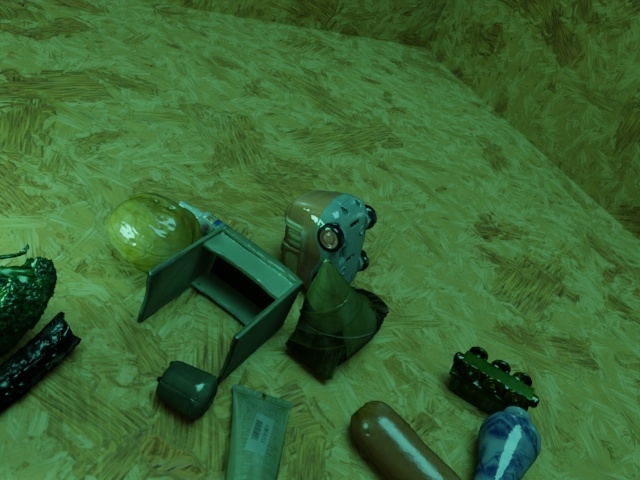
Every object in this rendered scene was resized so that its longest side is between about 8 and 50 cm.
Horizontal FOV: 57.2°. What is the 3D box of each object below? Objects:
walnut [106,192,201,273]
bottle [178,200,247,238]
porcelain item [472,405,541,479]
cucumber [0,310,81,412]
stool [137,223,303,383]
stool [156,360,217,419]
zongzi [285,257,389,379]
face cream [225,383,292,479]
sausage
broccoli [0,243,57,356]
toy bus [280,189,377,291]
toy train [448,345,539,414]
[{"bbox_3d":[-0.398,-0.019,1.407,0.222,0.195,0.195,36,37,16],"label":"walnut"},{"bbox_3d":[-0.299,-0.039,1.595,0.217,0.060,0.060,33,37,10],"label":"bottle"},{"bbox_3d":[0.408,0.485,1.312,0.141,0.141,0.259,33,47,10],"label":"porcelain item"},{"bbox_3d":[-0.564,0.250,1.071,0.072,0.081,0.303,-7,28,32],"label":"cucumber"},{"bbox_3d":[-0.222,0.135,1.333,0.244,0.170,0.270,35,38,13],"label":"stool"},{"bbox_3d":[-0.268,0.297,1.175,0.110,0.096,0.096,26,36,11],"label":"stool"},{"bbox_3d":[0.073,0.130,1.392,0.154,0.317,0.289,29,35,24],"label":"zongzi"},{"bbox_3d":[-0.127,0.417,1.130,0.137,0.084,0.341,20,28,-11],"label":"face cream"},{"bbox_3d":[0.169,0.449,1.231,0.259,0.113,0.114,43,40,20],"label":"sausage"},{"bbox_3d":[-0.630,0.082,1.048,0.298,0.297,0.297,-10,21,4],"label":"broccoli"},{"bbox_3d":[0.000,0.000,1.562,0.232,0.287,0.194,22,32,23],"label":"toy bus"},{"bbox_3d":[0.422,0.364,1.464,0.226,0.137,0.090,30,42,12],"label":"toy train"}]
